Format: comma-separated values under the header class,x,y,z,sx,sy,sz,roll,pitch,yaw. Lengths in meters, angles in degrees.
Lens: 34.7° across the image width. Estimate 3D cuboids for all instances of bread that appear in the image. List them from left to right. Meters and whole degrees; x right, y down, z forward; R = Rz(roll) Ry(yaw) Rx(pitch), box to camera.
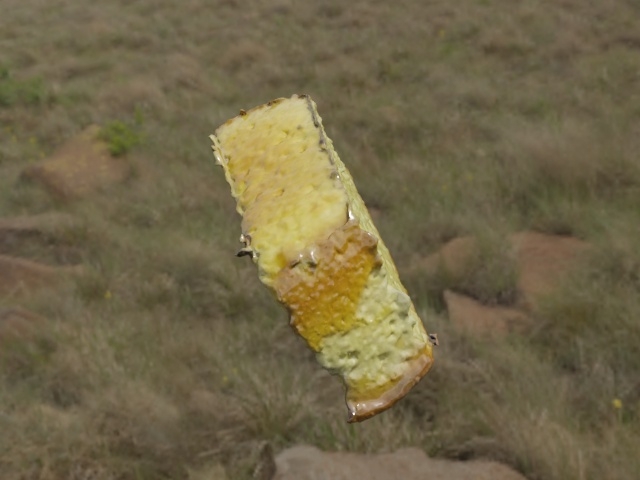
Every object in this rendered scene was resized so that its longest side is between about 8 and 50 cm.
class,x,y,z,sx,sy,sz,roll,pitch,yaw
bread,0.000,0.000,0.524,0.065,0.103,0.187,-27,35,6
